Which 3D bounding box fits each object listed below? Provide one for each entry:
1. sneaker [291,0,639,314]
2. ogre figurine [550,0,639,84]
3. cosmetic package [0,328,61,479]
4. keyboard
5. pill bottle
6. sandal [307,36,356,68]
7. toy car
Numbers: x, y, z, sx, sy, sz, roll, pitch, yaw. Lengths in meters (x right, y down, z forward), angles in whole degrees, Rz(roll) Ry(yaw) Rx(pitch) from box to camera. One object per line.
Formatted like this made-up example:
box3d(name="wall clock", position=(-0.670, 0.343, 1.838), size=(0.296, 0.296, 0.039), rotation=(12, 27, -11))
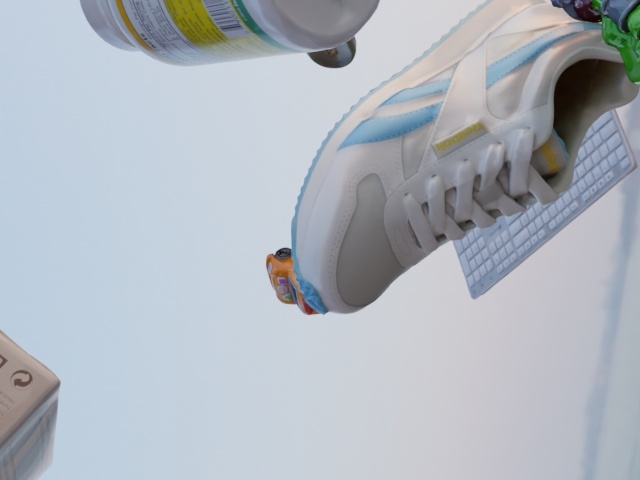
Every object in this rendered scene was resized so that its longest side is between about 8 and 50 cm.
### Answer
box3d(name="sneaker", position=(0.076, -0.045, 0.797), size=(0.228, 0.092, 0.087), rotation=(-46, -41, -16))
box3d(name="ogre figurine", position=(0.136, -0.138, 0.716), size=(0.097, 0.118, 0.197), rotation=(-39, 6, 38))
box3d(name="cosmetic package", position=(-0.396, 0.244, 1.229), size=(0.385, 0.156, 0.217), rotation=(-47, -11, -30))
box3d(name="keyboard", position=(0.180, -0.033, 1.251), size=(0.256, 0.014, 0.072), rotation=(-47, 60, 53))
box3d(name="pill bottle", position=(-0.066, -0.173, 0.964), size=(0.118, 0.208, 0.117), rotation=(0, -89, -41))
box3d(name="sandal", position=(-0.013, -0.207, 1.448), size=(0.180, 0.072, 0.049), rotation=(49, -133, -58))
box3d(name="toy car", position=(0.000, 0.000, 0.875), size=(0.040, 0.060, 0.122), rotation=(-86, 4, -46))
